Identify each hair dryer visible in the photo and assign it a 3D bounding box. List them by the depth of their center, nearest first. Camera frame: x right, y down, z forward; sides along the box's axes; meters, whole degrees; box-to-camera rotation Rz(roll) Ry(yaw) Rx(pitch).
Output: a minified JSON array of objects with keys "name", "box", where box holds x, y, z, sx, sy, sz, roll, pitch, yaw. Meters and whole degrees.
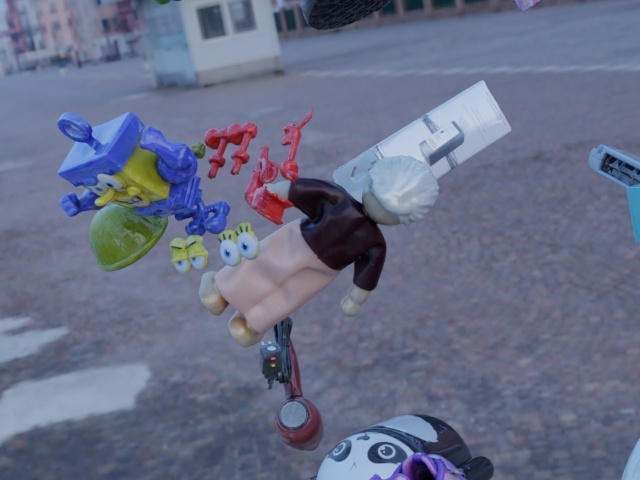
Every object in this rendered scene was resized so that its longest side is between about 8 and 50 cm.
[{"name":"hair dryer","box":[-0.036,0.244,1.918,0.080,0.293,0.223,-5,27,9]}]

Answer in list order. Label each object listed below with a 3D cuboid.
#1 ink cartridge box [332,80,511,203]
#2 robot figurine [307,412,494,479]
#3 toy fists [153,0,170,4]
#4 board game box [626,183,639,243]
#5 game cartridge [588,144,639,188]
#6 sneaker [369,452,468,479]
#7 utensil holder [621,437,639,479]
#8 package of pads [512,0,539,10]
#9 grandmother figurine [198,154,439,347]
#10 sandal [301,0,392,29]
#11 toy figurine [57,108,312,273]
[{"name":"ink cartridge box","box":[0.146,-0.128,1.661,0.218,0.092,0.158,-31,1,-26]},{"name":"robot figurine","box":[0.106,0.327,1.550,0.209,0.173,0.278,-52,-21,20]},{"name":"toy fists","box":[-0.209,-0.524,1.989,0.279,0.142,0.096,-40,50,10]},{"name":"board game box","box":[0.558,-0.049,1.320,0.254,0.079,0.336,-12,6,-14]},{"name":"game cartridge","box":[0.587,-0.087,1.885,0.198,0.062,0.297,20,11,-13]},{"name":"sneaker","box":[0.123,0.261,1.142,0.095,0.104,0.236,-16,-10,38]},{"name":"utensil holder","box":[0.558,0.341,1.222,0.328,0.327,0.385,-14,7,-16]},{"name":"package of pads","box":[0.239,-0.327,1.394,0.032,0.083,0.050,-33,53,0]},{"name":"grandmother figurine","box":[0.000,0.000,1.457,0.342,0.208,0.104,-33,26,23]},{"name":"sandal","box":[0.116,-0.442,1.452,0.168,0.107,0.446,-8,-28,-43]},{"name":"toy figurine","box":[-0.209,-0.093,1.283,0.217,0.191,0.363,33,-26,-33]}]
